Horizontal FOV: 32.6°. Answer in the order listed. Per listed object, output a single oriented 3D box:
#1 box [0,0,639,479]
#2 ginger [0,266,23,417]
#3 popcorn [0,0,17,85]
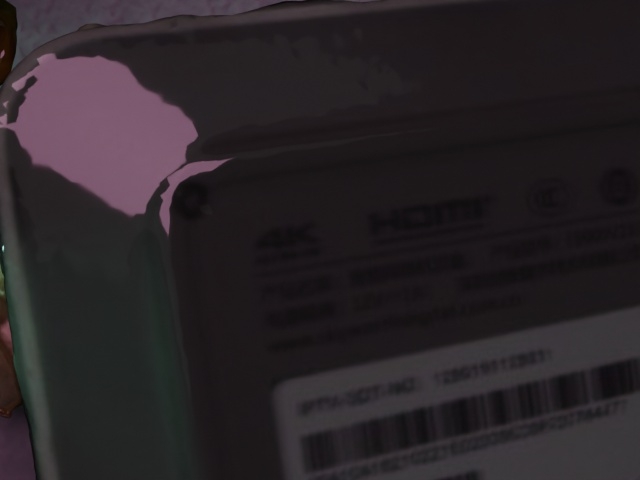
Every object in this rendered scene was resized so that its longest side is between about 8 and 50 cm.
[{"bbox_3d":[0.059,0.078,0.542,0.396,0.111,0.396,-11,96,-20],"label":"box"},{"bbox_3d":[-0.148,0.007,0.619,0.095,0.069,0.190,6,73,-4],"label":"ginger"},{"bbox_3d":[-0.246,-0.118,0.422,0.266,0.192,0.233,3,111,-21],"label":"popcorn"}]
